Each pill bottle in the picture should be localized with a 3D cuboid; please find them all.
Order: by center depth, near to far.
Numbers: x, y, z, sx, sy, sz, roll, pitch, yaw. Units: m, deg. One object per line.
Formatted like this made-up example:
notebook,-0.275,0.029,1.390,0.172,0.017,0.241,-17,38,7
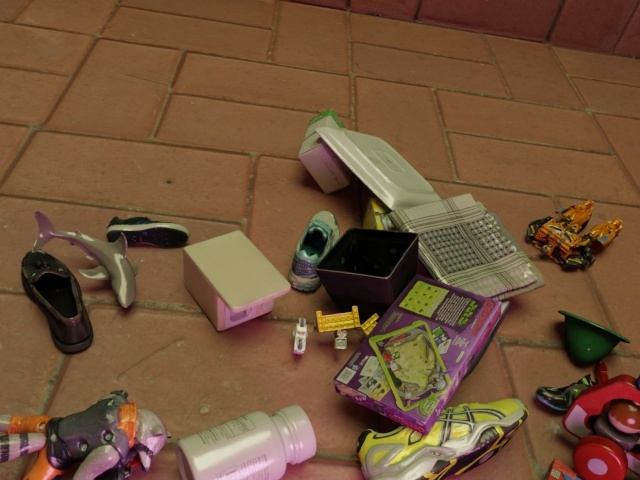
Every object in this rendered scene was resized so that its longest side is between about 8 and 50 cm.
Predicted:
pill bottle,-0.131,0.383,1.104,0.229,0.131,0.131,-14,48,-27

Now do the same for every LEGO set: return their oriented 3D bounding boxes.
LEGO set,0.080,0.224,1.388,0.287,0.107,0.132,15,76,-3

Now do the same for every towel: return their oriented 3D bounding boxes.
towel,0.373,0.016,1.527,0.324,0.056,0.312,-10,53,-32

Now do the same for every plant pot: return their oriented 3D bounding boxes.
plant pot,0.124,0.091,1.443,0.188,0.166,0.188,6,36,30

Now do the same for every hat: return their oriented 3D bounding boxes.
hat,0.628,0.287,1.480,0.173,0.183,0.208,25,0,4

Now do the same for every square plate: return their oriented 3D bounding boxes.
square plate,0.189,-0.210,1.773,0.347,0.049,0.344,49,26,24

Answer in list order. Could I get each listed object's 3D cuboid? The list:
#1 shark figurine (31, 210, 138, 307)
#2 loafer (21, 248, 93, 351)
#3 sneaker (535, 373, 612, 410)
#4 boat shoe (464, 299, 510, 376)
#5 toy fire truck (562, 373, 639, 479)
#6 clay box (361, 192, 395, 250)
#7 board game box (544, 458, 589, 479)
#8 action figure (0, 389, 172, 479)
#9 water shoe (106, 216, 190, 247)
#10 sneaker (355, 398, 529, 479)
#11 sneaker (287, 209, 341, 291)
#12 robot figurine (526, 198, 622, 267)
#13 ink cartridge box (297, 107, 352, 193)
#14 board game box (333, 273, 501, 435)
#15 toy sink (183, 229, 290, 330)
shark figurine,-0.500,0.015,1.389,0.278,0.116,0.166,37,27,-2
loafer,-0.574,0.106,1.333,0.109,0.095,0.302,-19,50,-31
sneaker,0.570,0.332,1.355,0.188,0.078,0.067,-1,18,3
boat shoe,0.351,0.205,1.439,0.105,0.113,0.306,24,39,23
toy fire truck,0.649,0.378,1.187,0.302,0.253,0.169,32,34,23
clay box,0.154,-0.015,1.624,0.053,0.127,0.222,6,42,-9
board game box,0.555,0.551,1.162,0.281,0.027,0.145,28,44,18
action figure,-0.413,0.378,1.015,0.331,0.178,0.341,-14,45,-14
water shoe,-0.432,-0.033,1.544,0.203,0.072,0.080,2,40,-13
sneaker,0.247,0.374,1.198,0.385,0.145,0.147,-13,47,-28
sneaker,0.000,0.000,1.573,0.110,0.122,0.283,15,41,3
robot figurine,0.750,-0.024,1.812,0.291,0.085,0.211,-22,50,-33
ink cartridge box,0.027,-0.269,1.847,0.093,0.160,0.219,-22,31,28
board game box,0.207,0.218,1.263,0.208,0.056,0.347,15,45,35
toy sink,-0.194,0.107,1.401,0.153,0.131,0.234,-21,46,-32
